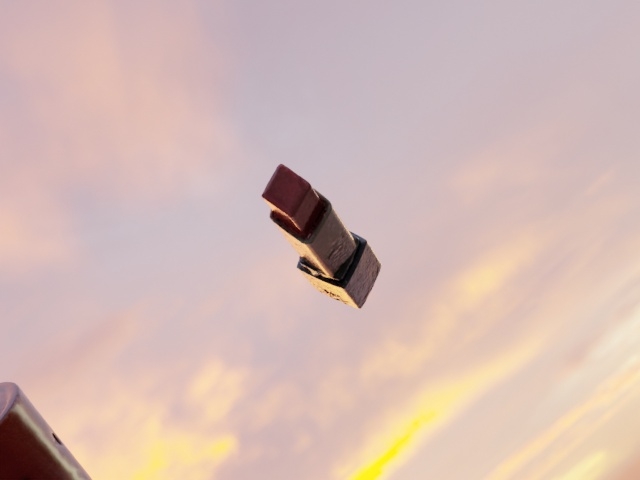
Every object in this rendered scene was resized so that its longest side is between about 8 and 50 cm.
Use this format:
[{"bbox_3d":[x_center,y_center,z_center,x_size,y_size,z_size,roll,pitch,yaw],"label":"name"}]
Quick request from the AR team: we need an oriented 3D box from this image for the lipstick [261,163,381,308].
[{"bbox_3d":[0.000,0.000,1.305,0.051,0.051,0.312,-62,-14,-7],"label":"lipstick"}]

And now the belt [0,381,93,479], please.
[{"bbox_3d":[-0.323,0.232,1.239,0.324,0.115,0.227,-27,15,30],"label":"belt"}]
